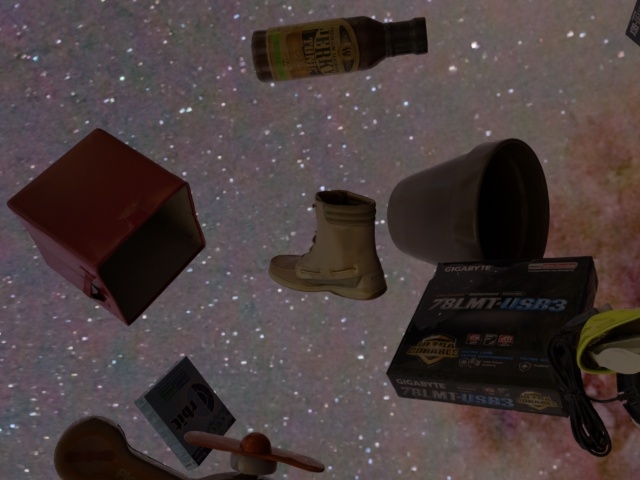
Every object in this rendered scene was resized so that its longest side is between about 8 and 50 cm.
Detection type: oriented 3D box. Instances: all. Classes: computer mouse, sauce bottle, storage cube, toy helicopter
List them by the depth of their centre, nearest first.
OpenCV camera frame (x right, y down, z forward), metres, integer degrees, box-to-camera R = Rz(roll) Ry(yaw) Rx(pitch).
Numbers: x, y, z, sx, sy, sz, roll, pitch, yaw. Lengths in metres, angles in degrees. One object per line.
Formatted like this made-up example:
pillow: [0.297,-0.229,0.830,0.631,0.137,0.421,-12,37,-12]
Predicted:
toy helicopter: [-0.155,0.315,0.799,0.355,0.140,0.235,37,-96,-16]
computer mouse: [0.439,0.159,0.854,0.060,0.262,0.184,25,-139,-53]
storage cube: [-0.324,-0.021,1.003,0.215,0.193,0.184,-49,-21,-26]
sauce bottle: [0.038,-0.386,1.274,0.111,0.344,0.111,-6,-90,-80]

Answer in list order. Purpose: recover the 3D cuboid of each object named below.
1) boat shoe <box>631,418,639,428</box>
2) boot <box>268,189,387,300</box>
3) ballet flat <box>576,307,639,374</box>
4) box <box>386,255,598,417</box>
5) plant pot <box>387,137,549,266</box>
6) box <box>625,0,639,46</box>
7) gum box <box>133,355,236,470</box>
boat shoe: [0.654,0.297,1.161,0.081,0.227,0.079,87,159,-49]
boot: [0.000,0.000,1.245,0.095,0.262,0.204,-36,-55,-46]
ballet flat: [0.341,0.089,0.605,0.077,0.231,0.077,-31,-89,-38]
box: [0.298,0.149,1.102,0.293,0.295,0.073,-57,-49,-39]
plant pot: [0.315,-0.054,1.450,0.323,0.280,0.323,0,-90,-45]
box: [0.789,-0.493,1.351,0.242,0.076,0.307,58,172,30]
gum box: [-0.283,0.363,1.368,0.184,0.041,0.157,54,-148,-5]
